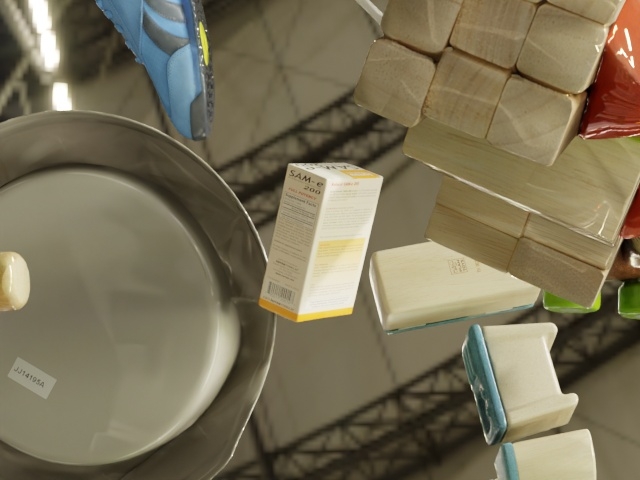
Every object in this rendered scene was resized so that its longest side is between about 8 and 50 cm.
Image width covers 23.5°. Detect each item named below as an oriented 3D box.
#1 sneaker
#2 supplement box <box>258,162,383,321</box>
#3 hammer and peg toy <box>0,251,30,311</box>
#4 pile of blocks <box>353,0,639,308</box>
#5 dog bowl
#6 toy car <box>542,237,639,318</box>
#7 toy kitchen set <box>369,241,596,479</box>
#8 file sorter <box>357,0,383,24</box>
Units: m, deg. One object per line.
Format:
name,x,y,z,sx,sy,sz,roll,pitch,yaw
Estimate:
sneaker,-0.125,-0.169,1.080,0.069,0.082,0.209,-92,170,-79
supplement box,0.000,0.000,1.015,0.036,0.062,0.098,22,-74,35
hammer and peg toy,-0.249,0.087,0.855,0.361,0.127,0.266,73,16,-51
pile of blocks,0.109,-0.063,0.581,0.149,0.112,0.362,-65,169,-5
dog bowl,-0.199,0.062,1.310,0.102,0.348,0.349,-36,131,-80
toy car,0.282,-0.020,1.326,0.188,0.149,0.155,154,-61,-71
toy kitchen set,0.115,0.124,1.181,0.166,0.122,0.207,94,-16,-62
file sorter,0.100,-0.249,1.268,0.173,0.277,0.193,-44,-107,8
